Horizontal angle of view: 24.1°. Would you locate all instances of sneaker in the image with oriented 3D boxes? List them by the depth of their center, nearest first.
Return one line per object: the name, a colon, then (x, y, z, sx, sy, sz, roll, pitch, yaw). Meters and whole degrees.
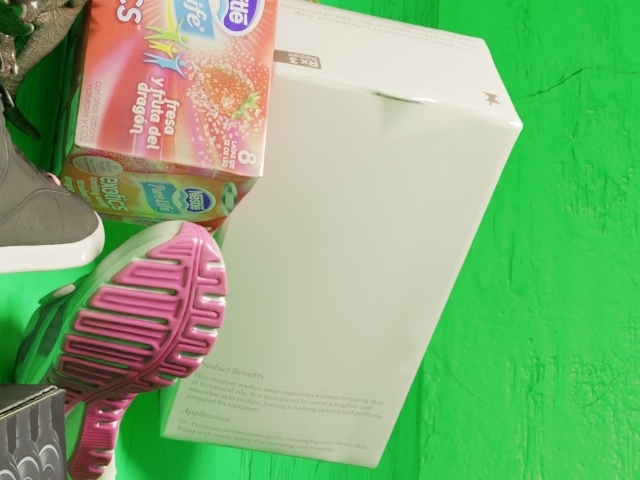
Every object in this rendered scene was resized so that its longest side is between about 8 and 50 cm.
sneaker: (-0.211, -0.057, 0.943, 0.296, 0.104, 0.147, -8, 103, -73)
sneaker: (-0.156, 0.063, 1.066, 0.103, 0.252, 0.111, 23, 36, -30)

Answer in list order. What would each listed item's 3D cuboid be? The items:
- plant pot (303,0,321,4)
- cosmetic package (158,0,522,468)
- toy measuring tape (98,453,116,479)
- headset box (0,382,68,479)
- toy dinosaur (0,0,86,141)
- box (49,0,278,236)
plant pot: (-0.050, -0.281, 1.782, 0.079, 0.083, 0.083, 50, 40, -51)
cosmetic package: (0.000, 0.000, 1.306, 0.156, 0.217, 0.385, -103, -151, -56)
toy measuring tape: (-0.179, 0.244, 1.106, 0.121, 0.121, 0.330, 56, 27, -69)
headset box: (-0.224, 0.180, 0.551, 0.131, 0.246, 0.283, -20, 110, -77)
toy dinosaur: (-0.192, -0.204, 1.012, 0.160, 0.121, 0.314, -60, 146, -41)
box: (-0.119, -0.171, 1.172, 0.154, 0.142, 0.300, 136, -39, -64)
